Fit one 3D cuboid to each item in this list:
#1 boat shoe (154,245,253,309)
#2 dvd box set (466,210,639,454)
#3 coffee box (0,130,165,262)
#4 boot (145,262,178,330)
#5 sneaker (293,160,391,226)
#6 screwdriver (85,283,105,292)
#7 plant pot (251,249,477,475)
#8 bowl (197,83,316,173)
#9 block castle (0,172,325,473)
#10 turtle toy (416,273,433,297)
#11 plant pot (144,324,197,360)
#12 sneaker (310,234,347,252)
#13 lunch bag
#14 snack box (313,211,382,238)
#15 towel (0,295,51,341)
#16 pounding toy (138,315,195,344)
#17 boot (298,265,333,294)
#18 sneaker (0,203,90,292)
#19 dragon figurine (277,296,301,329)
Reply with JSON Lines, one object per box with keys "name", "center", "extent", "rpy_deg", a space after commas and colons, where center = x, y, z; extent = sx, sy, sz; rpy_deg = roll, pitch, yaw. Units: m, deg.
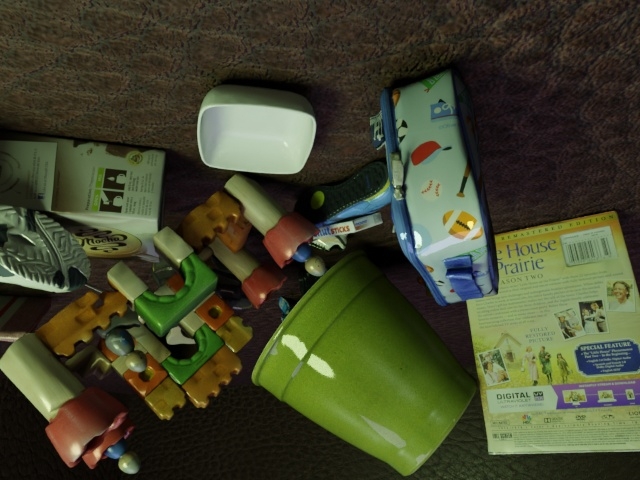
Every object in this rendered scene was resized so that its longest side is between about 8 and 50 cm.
{"name": "boat shoe", "center": [-0.257, 0.115, 1.134], "extent": [0.132, 0.130, 0.355], "rpy_deg": [-10, 156, 20]}
{"name": "dvd box set", "center": [0.444, 0.176, 0.959], "extent": [0.307, 0.421, 0.062], "rpy_deg": [-14, 158, 25]}
{"name": "coffee box", "center": [-0.381, -0.058, 0.728], "extent": [0.296, 0.119, 0.168], "rpy_deg": [5, 156, -16]}
{"name": "boot", "center": [-0.370, 0.142, 1.164], "extent": [0.136, 0.077, 0.198], "rpy_deg": [-19, 124, 10]}
{"name": "sneaker", "center": [0.048, -0.061, 0.820], "extent": [0.209, 0.069, 0.082], "rpy_deg": [-20, 155, 36]}
{"name": "screwdriver", "center": [-0.561, 0.136, 1.313], "extent": [0.025, 0.024, 0.170], "rpy_deg": [18, 164, 36]}
{"name": "plant pot", "center": [0.113, 0.269, 1.047], "extent": [0.353, 0.366, 0.366], "rpy_deg": [38, 163, 15]}
{"name": "bowl", "center": [-0.081, -0.143, 0.635], "extent": [0.141, 0.053, 0.142], "rpy_deg": [3, 158, -11]}
{"name": "block castle", "center": [-0.211, 0.138, 0.790], "extent": [0.213, 0.453, 0.303], "rpy_deg": [43, 150, 5]}
{"name": "turtle toy", "center": [0.260, 0.063, 1.119], "extent": [0.066, 0.095, 0.130], "rpy_deg": [28, 148, -13]}
{"name": "plant pot", "center": [-0.470, 0.300, 1.505], "extent": [0.215, 0.216, 0.230], "rpy_deg": [13, 168, -32]}
{"name": "sneaker", "center": [0.000, 0.000, 0.994], "extent": [0.109, 0.044, 0.040], "rpy_deg": [0, 159, 0]}
{"name": "lunch bag", "center": [0.155, -0.046, 0.637], "extent": [0.114, 0.243, 0.303], "rpy_deg": [-11, 156, 20]}
{"name": "snack box", "center": [0.026, -0.022, 0.882], "extent": [0.064, 0.022, 0.178], "rpy_deg": [-20, -174, -35]}
{"name": "towel", "center": [-0.850, 0.185, 1.211], "extent": [0.328, 0.037, 0.237], "rpy_deg": [5, -168, -15]}
{"name": "pounding toy", "center": [-0.357, 0.172, 1.344], "extent": [0.154, 0.155, 0.269], "rpy_deg": [-47, 148, 21]}
{"name": "boot", "center": [-0.002, 0.099, 1.233], "extent": [0.099, 0.045, 0.121], "rpy_deg": [-5, 157, -2]}
{"name": "sneaker", "center": [-0.427, 0.019, 0.635], "extent": [0.234, 0.094, 0.153], "rpy_deg": [21, 146, -39]}
{"name": "dragon figurine", "center": [-0.076, 0.207, 1.423], "extent": [0.085, 0.144, 0.289], "rpy_deg": [2, 138, -4]}
